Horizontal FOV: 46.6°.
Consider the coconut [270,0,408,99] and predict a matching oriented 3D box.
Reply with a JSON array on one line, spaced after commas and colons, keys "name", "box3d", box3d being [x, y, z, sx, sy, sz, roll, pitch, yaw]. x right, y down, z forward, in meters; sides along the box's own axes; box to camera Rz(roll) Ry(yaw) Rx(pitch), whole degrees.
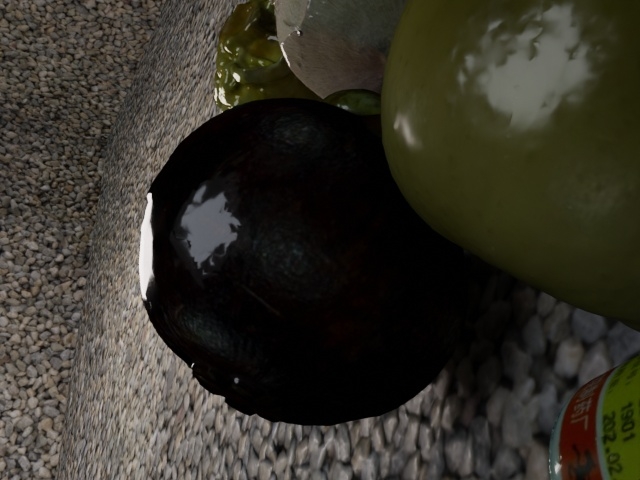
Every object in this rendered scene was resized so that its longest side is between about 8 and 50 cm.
[{"name": "coconut", "box3d": [0.057, -0.249, 0.796, 0.224, 0.224, 0.234, -57, 17, 34]}]

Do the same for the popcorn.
[{"name": "popcorn", "box3d": [-0.044, -0.240, 1.000, 0.235, 0.181, 0.217, -62, -17, -10]}]

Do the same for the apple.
[{"name": "apple", "box3d": [0.166, -0.100, 0.439, 0.257, 0.234, 0.295, -69, 25, 19]}]

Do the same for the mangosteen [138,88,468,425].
[{"name": "mangosteen", "box3d": [-0.006, 0.011, 0.677, 0.330, 0.330, 0.329, -44, 38, 49]}]

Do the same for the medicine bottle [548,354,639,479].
[{"name": "medicine bottle", "box3d": [0.222, 0.086, 0.319, 0.225, 0.139, 0.139, -47, 36, 46]}]
